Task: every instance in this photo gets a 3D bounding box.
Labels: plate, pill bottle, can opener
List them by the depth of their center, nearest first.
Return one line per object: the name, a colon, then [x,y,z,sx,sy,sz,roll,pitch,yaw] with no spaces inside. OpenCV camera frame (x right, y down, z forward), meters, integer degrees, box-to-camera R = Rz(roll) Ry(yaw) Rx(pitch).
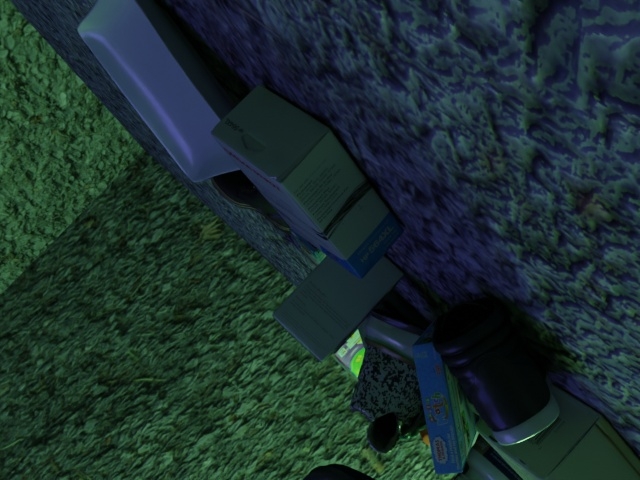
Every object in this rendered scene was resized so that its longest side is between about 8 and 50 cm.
plate: [-0.201,-0.207,1.278,0.277,0.045,0.278,53,160,-13]
pill bottle: [0.277,0.316,1.385,0.112,0.186,0.112,43,173,6]
can opener: [0.208,0.193,1.658,0.283,0.076,0.095,45,142,-7]

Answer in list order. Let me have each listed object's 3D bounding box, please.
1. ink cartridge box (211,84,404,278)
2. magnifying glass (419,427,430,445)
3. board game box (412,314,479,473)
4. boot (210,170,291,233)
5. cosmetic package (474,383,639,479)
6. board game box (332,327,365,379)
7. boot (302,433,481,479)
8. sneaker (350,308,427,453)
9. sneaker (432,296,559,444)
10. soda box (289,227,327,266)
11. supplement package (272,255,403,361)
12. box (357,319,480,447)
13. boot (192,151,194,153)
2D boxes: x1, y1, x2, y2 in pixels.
ink cartridge box: [-0.013,-0.066,1.110,0.148,0.086,0.203,37,171,43]
magnifying glass: [0.172,0.300,1.795,0.092,0.026,0.231,43,-170,-26]
board game box: [0.165,0.189,1.240,0.211,0.039,0.160,-18,-82,-73]
boot: [-0.113,-0.100,1.660,0.198,0.076,0.137,28,165,16]
cosmetic package: [0.358,0.323,1.269,0.309,0.113,0.160,46,174,-29]
board game box: [0.096,0.229,2.172,0.142,0.144,0.275,37,172,42]
boot: [0.212,0.401,1.523,0.367,0.146,0.445,41,-145,12]
sneaker: [0.126,0.248,1.506,0.158,0.182,0.410,26,167,30]
sneaker: [0.197,0.131,1.132,0.146,0.105,0.296,61,-175,0]
soda box: [0.000,0.000,1.591,0.058,0.063,0.183,42,174,14]
supplement package: [0.027,0.085,1.451,0.105,0.179,0.105,43,174,8]
box: [0.198,0.261,1.820,0.322,0.058,0.232,45,-169,-20]
boot: [-0.164,-0.174,1.524,0.248,0.090,0.207,36,-175,24]
